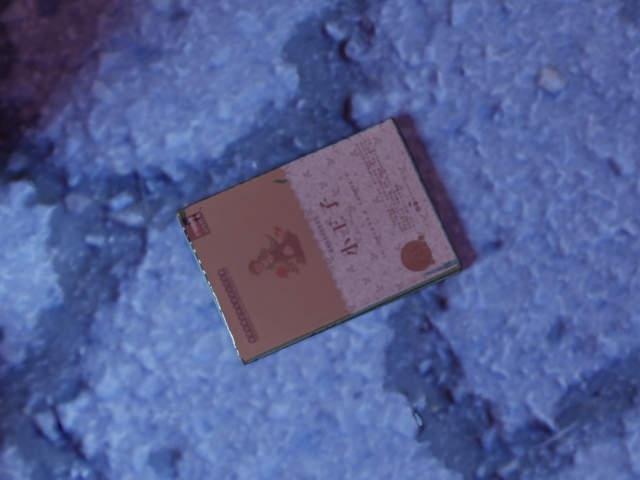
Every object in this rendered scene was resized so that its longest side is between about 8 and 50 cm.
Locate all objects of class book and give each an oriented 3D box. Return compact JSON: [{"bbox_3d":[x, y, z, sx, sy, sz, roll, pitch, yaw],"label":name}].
[{"bbox_3d":[0.000,0.000,1.591,0.198,0.016,0.138,-23,86,-9],"label":"book"}]
